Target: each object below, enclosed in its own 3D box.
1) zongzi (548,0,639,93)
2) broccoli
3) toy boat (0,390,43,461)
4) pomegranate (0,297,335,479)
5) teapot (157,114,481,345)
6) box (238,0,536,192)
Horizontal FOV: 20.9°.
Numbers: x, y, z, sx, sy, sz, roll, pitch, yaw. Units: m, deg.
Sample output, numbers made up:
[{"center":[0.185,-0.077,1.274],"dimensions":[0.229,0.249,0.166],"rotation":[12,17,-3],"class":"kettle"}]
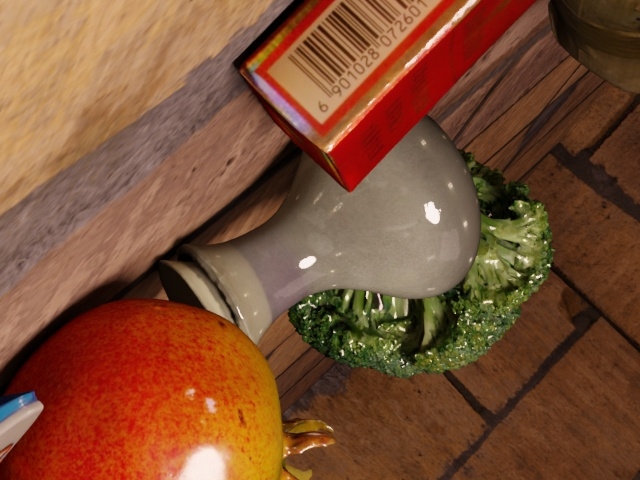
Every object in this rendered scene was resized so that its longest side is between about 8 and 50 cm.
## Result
[{"center":[0.364,-0.333,1.575],"dimensions":[0.393,0.174,0.356],"rotation":[-47,169,3],"class":"zongzi"},{"center":[0.082,0.004,1.632],"dimensions":[0.261,0.242,0.269],"rotation":[-39,-144,-13],"class":"broccoli"},{"center":[-0.291,0.198,1.113],"dimensions":[0.295,0.088,0.129],"rotation":[-42,172,-20],"class":"toy boat"},{"center":[-0.111,0.152,1.282],"dimensions":[0.221,0.256,0.221],"rotation":[-171,-90,-72],"class":"pomegranate"},{"center":[0.000,0.000,1.412],"dimensions":[0.251,0.183,0.183],"rotation":[-32,169,-18],"class":"teapot"},{"center":[0.091,-0.182,1.175],"dimensions":[0.313,0.089,0.197],"rotation":[-45,171,-1],"class":"box"}]
